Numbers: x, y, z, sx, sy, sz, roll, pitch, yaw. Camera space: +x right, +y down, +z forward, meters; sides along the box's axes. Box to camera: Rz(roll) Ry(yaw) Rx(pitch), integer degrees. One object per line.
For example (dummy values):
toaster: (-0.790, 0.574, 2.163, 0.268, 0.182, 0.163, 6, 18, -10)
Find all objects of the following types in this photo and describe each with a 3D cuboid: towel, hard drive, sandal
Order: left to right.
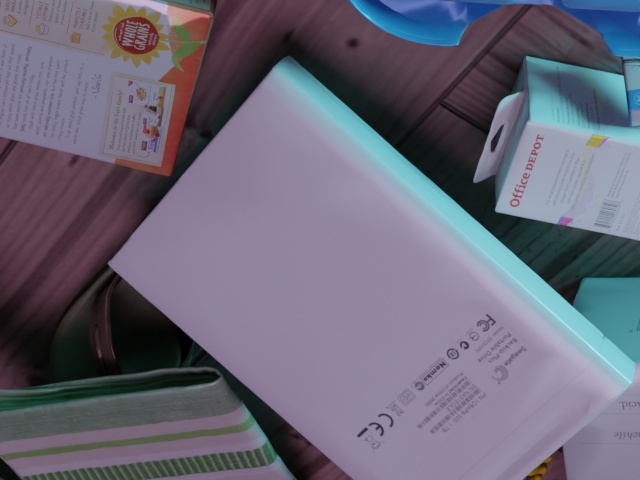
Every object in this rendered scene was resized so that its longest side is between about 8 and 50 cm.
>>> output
sandal: (-0.153, 0.075, 1.372, 0.120, 0.086, 0.302, 22, 129, -14)
towel: (-0.152, 0.205, 1.459, 0.248, 0.038, 0.325, -8, 146, 15)
hard drive: (0.034, 0.056, 1.246, 0.353, 0.047, 0.233, 41, 120, -3)

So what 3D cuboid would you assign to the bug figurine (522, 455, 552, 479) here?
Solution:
bug figurine: (0.214, 0.283, 1.535, 0.279, 0.072, 0.216, 9, 130, -3)

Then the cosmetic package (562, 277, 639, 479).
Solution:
cosmetic package: (0.329, 0.228, 1.349, 0.217, 0.156, 0.385, -3, 115, 21)

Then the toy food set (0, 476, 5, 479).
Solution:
toy food set: (-0.329, 0.274, 1.574, 0.192, 0.038, 0.132, 25, 120, 11)

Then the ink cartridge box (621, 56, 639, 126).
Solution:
ink cartridge box: (0.244, -0.129, 1.169, 0.048, 0.083, 0.028, -7, 156, 10)

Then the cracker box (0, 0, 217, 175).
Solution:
cracker box: (-0.205, -0.150, 1.197, 0.232, 0.067, 0.155, 13, 130, -8)

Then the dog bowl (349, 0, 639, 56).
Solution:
dog bowl: (0.156, -0.219, 1.107, 0.297, 0.074, 0.166, 4, 131, 2)

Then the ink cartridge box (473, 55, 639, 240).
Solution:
ink cartridge box: (0.194, -0.072, 1.219, 0.143, 0.090, 0.092, 12, 130, -5)
